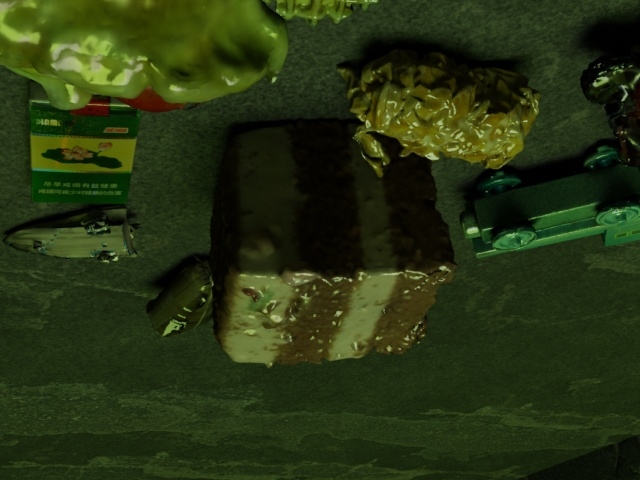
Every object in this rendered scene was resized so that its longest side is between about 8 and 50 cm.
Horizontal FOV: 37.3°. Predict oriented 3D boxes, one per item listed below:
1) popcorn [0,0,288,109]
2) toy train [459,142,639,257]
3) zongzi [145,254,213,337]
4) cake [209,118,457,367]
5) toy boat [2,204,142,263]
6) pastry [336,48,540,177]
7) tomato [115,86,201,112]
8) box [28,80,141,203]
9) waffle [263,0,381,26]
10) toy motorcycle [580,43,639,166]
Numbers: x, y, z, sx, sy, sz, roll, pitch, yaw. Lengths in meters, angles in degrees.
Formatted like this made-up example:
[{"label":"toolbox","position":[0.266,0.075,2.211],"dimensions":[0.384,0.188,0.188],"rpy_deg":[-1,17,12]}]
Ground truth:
[{"label":"popcorn","position":[-0.194,-0.249,0.720],"dimensions":[0.335,0.279,0.274],"rpy_deg":[22,100,-42]},{"label":"toy train","position":[0.366,-0.042,1.460],"dimensions":[0.298,0.120,0.194],"rpy_deg":[-13,158,9]},{"label":"zongzi","position":[-0.185,0.082,1.626],"dimensions":[0.189,0.081,0.178],"rpy_deg":[-44,160,29]},{"label":"cake","position":[0.000,0.000,1.277],"dimensions":[0.290,0.282,0.256],"rpy_deg":[3,145,-12]},{"label":"toy boat","position":[-0.370,-0.004,1.395],"dimensions":[0.210,0.066,0.084],"rpy_deg":[-3,121,9]},{"label":"pastry","position":[0.139,-0.157,1.175],"dimensions":[0.249,0.102,0.154],"rpy_deg":[5,141,-20]},{"label":"tomato","position":[-0.169,-0.211,0.952],"dimensions":[0.167,0.167,0.167],"rpy_deg":[-6,153,-3]},{"label":"box","position":[-0.304,-0.118,1.213],"dimensions":[0.132,0.034,0.235],"rpy_deg":[1,152,-15]},{"label":"waffle","position":[-0.001,-0.286,0.967],"dimensions":[0.169,0.036,0.183],"rpy_deg":[-21,149,29]},{"label":"toy motorcycle","position":[0.425,-0.200,1.147],"dimensions":[0.207,0.134,0.401],"rpy_deg":[-21,152,23]}]
